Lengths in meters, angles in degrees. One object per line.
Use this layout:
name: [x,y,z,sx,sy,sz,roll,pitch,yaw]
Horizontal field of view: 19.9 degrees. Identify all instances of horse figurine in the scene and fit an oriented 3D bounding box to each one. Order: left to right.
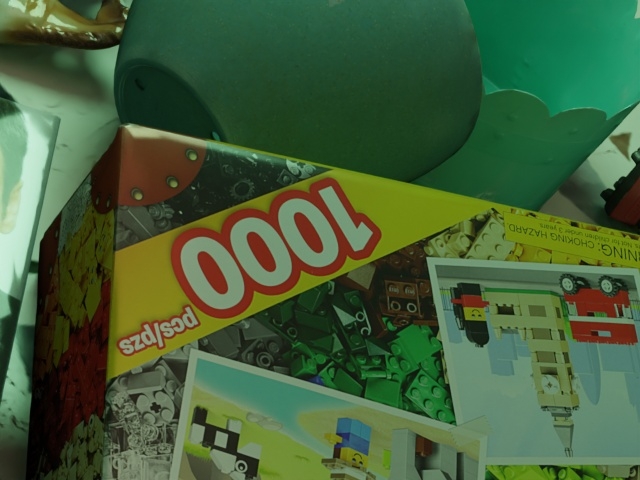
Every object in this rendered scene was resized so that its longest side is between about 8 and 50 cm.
horse figurine: [-0.293,-0.204,1.488,0.263,0.066,0.174,-6,49,-37]

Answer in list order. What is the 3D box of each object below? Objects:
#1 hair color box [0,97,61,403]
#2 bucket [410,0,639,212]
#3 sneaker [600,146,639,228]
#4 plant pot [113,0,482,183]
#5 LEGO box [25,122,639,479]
hair color box: [-0.302,0.048,1.216,0.185,0.113,0.374,18,44,-15]
bucket: [0.139,-0.154,1.611,0.281,0.183,0.281,17,45,-18]
sneaker: [0.385,-0.062,1.735,0.135,0.097,0.276,44,46,12]
plant pot: [-0.046,-0.131,1.429,0.290,0.290,0.195,44,58,12]
LEGO box: [0.063,0.171,1.201,0.500,0.193,0.372,11,62,-22]
